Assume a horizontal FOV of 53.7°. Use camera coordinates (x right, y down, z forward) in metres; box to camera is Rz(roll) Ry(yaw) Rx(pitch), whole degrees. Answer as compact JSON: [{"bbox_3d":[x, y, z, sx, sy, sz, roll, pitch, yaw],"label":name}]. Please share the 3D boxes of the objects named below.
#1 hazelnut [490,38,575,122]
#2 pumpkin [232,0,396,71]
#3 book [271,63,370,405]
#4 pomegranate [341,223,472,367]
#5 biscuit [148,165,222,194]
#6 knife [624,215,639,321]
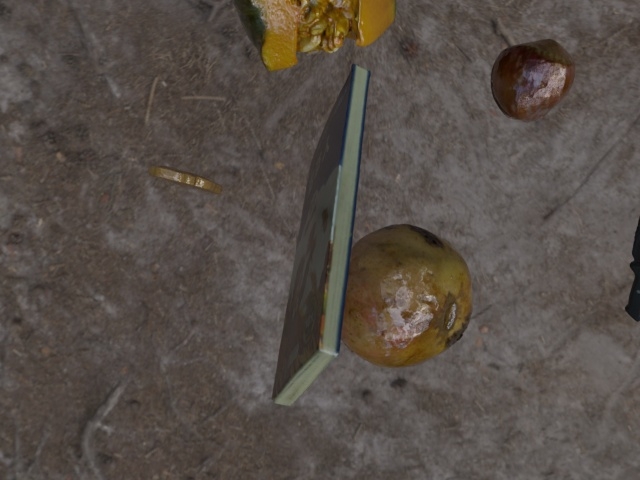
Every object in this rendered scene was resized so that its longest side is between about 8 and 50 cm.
[{"bbox_3d":[0.367,-0.273,1.091,0.143,0.154,0.143,12,110,36],"label":"hazelnut"},{"bbox_3d":[-0.012,-0.473,1.188,0.303,0.256,0.226,-10,127,7],"label":"pumpkin"},{"bbox_3d":[0.000,0.000,0.926,0.039,0.428,0.300,12,152,-8],"label":"book"},{"bbox_3d":[0.169,0.115,1.330,0.322,0.322,0.322,1,113,2],"label":"pomegranate"},{"bbox_3d":[-0.305,-0.138,1.407,0.143,0.236,0.040,8,87,4],"label":"biscuit"},{"bbox_3d":[0.293,0.007,0.570,0.010,0.023,0.170,-31,130,-28],"label":"knife"}]
